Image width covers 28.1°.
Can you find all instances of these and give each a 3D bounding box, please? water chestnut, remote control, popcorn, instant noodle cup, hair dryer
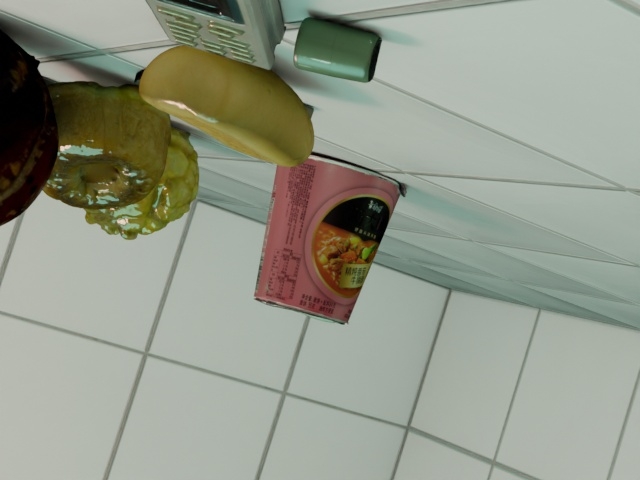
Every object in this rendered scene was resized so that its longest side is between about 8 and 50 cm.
[{"bbox_3d":[-0.510,-0.141,1.780,0.335,0.335,0.347,16,159,17],"label":"water chestnut"},{"bbox_3d":[-0.091,-0.202,1.062,0.102,0.056,0.277,17,177,3],"label":"remote control"},{"bbox_3d":[-0.333,-0.126,2.278,0.249,0.249,0.225,17,-155,14],"label":"popcorn"},{"bbox_3d":[0.000,0.000,2.116,0.243,0.255,0.244,15,176,1],"label":"instant noodle cup"},{"bbox_3d":[0.023,-0.167,1.181,0.071,0.047,0.150,16,-178,8],"label":"hair dryer"}]

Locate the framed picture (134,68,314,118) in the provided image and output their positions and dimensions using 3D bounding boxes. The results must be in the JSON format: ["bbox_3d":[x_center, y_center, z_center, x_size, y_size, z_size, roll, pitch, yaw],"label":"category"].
[{"bbox_3d":[-0.136,-0.194,1.701,0.192,0.018,0.265,20,176,-18],"label":"framed picture"}]

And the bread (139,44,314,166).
[{"bbox_3d":[-0.096,-0.157,1.423,0.147,0.098,0.217,17,174,29],"label":"bread"}]

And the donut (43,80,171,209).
[{"bbox_3d":[-0.335,-0.144,1.963,0.208,0.128,0.261,3,157,-8],"label":"donut"}]
